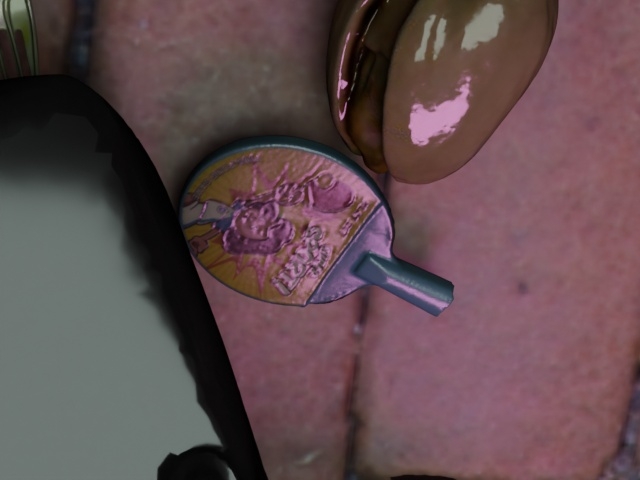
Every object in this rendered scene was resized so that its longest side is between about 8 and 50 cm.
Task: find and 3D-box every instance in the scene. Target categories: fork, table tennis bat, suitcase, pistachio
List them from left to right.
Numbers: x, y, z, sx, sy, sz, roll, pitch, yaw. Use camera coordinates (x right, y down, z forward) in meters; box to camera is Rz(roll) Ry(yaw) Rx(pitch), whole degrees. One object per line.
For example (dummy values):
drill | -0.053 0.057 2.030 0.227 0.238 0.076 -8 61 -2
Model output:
suitcase | -0.208 0.103 0.735 0.345 0.188 0.339 -20 95 -5
fork | -0.166 -0.169 0.756 0.034 0.028 0.219 -11 109 -4
table tennis bat | 0.000 0.000 0.833 0.155 0.019 0.100 27 121 -18
pistachio | 0.058 -0.098 0.788 0.113 0.113 0.149 16 121 -15
